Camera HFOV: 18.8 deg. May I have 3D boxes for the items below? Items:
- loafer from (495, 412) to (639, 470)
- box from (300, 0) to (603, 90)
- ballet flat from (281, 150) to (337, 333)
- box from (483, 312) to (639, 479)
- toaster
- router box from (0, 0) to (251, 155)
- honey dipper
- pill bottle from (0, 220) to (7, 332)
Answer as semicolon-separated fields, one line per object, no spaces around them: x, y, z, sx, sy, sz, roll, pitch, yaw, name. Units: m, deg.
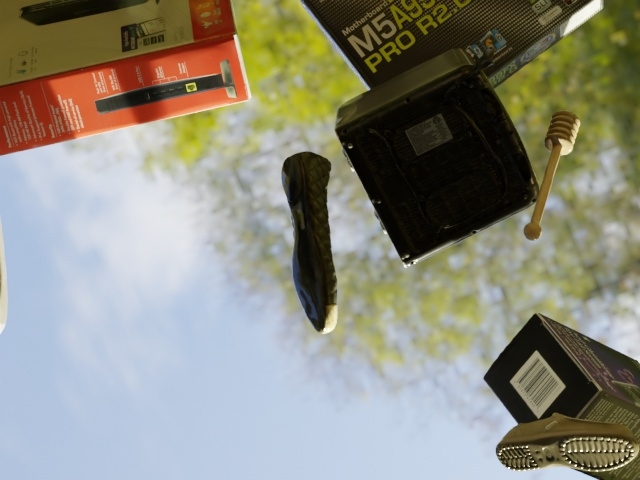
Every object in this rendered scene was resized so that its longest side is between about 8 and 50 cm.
0.251;0.200;1.960;0.050;0.148;0.056;-69;-32;-47;loafer
0.143;-0.268;2.133;0.216;0.270;0.060;54;179;14;box
0.000;0.000;1.786;0.049;0.057;0.173;0;-102;-31;ballet flat
0.319;0.195;2.259;0.207;0.108;0.153;24;-160;-41;box
0.122;-0.092;1.951;0.168;0.186;0.110;61;-174;-18;toaster
-0.242;-0.227;2.117;0.335;0.301;0.082;-104;1;-59;router box
0.224;-0.063;1.907;0.030;0.030;0.160;51;-135;-33;honey dipper
-0.492;0.018;1.834;0.204;0.361;0.204;173;90;-88;pill bottle
